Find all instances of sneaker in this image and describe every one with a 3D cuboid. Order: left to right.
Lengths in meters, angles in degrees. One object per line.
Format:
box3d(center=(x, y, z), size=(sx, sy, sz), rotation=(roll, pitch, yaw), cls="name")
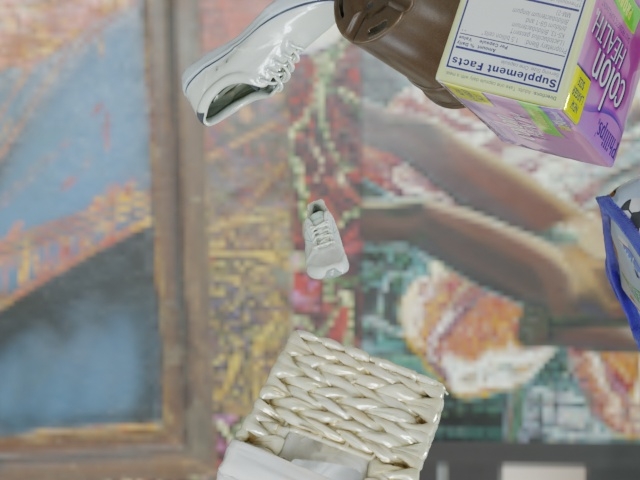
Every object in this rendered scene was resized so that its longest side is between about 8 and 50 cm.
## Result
box3d(center=(-0.067, -0.239, 2.145), size=(0.094, 0.258, 0.091), rotation=(24, 37, -54), cls="sneaker")
box3d(center=(0.000, 0.000, 2.049), size=(0.152, 0.053, 0.061), rotation=(-108, -175, -62), cls="sneaker")

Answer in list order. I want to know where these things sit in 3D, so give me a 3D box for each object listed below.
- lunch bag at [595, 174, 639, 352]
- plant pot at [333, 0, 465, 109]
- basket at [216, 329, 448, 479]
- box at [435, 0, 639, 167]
box3d(center=(0.507, 0.006, 1.870), size=(0.239, 0.327, 0.385), rotation=(59, 1, 28), cls="lunch bag")
box3d(center=(0.115, -0.248, 1.772), size=(0.165, 0.167, 0.167), rotation=(20, 62, -42), cls="plant pot")
box3d(center=(0.005, 0.139, 0.986), size=(0.167, 0.113, 0.103), rotation=(99, 12, -63), cls="basket")
box3d(center=(0.220, -0.213, 1.433), size=(0.213, 0.117, 0.243), rotation=(28, 80, -66), cls="box")
